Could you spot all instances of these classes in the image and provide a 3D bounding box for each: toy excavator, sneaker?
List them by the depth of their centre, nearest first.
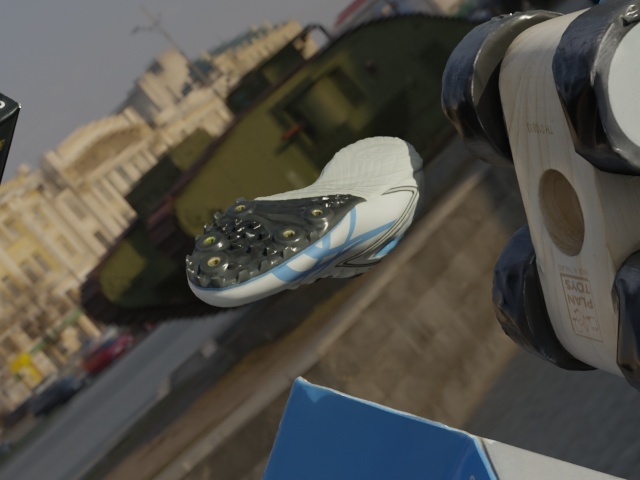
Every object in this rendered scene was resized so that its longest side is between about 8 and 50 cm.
[{"bbox_3d":[0.000,0.000,0.896,0.085,0.086,0.237,10,25,32],"label":"sneaker"},{"bbox_3d":[0.356,0.000,0.902,0.445,0.433,0.222,-16,8,-14],"label":"toy excavator"}]

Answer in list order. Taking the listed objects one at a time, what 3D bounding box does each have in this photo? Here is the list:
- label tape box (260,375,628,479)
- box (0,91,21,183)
[{"bbox_3d":[0.115,0.210,0.535,0.106,0.333,0.241,-77,4,-48],"label":"label tape box"},{"bbox_3d":[-0.353,-0.019,1.166,0.220,0.051,0.175,-52,-11,-53],"label":"box"}]
